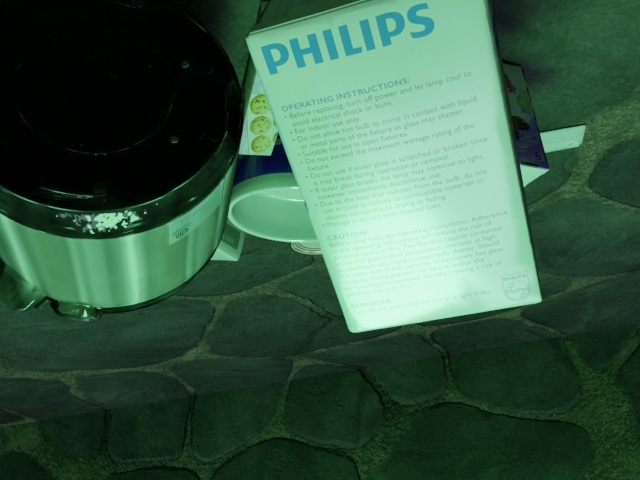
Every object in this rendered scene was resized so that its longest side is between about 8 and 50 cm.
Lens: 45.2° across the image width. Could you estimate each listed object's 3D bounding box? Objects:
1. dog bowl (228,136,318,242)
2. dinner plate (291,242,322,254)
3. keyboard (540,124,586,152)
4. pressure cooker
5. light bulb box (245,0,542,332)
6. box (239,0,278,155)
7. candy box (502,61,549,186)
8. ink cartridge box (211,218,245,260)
[{"bbox_3d":[-0.043,-0.090,1.455,0.264,0.104,0.265,1,159,0],"label":"dog bowl"},{"bbox_3d":[0.000,0.000,1.832,0.141,0.017,0.141,-6,157,-3],"label":"dinner plate"},{"bbox_3d":[0.385,-0.184,1.504,0.256,0.014,0.072,-10,152,8],"label":"keyboard"},{"bbox_3d":[-0.304,-0.092,1.078,0.369,0.376,0.420,-4,157,-12],"label":"pressure cooker"},{"bbox_3d":[0.101,-0.153,0.892,0.225,0.358,0.361,-12,120,14],"label":"light bulb box"},{"bbox_3d":[-0.083,-0.237,1.188,0.067,0.063,0.324,-1,157,-15],"label":"box"},{"bbox_3d":[0.256,-0.192,1.207,0.164,0.196,0.070,6,154,-29],"label":"candy box"},{"bbox_3d":[-0.396,-0.046,1.585,0.384,0.091,0.308,2,163,27],"label":"ink cartridge box"}]
